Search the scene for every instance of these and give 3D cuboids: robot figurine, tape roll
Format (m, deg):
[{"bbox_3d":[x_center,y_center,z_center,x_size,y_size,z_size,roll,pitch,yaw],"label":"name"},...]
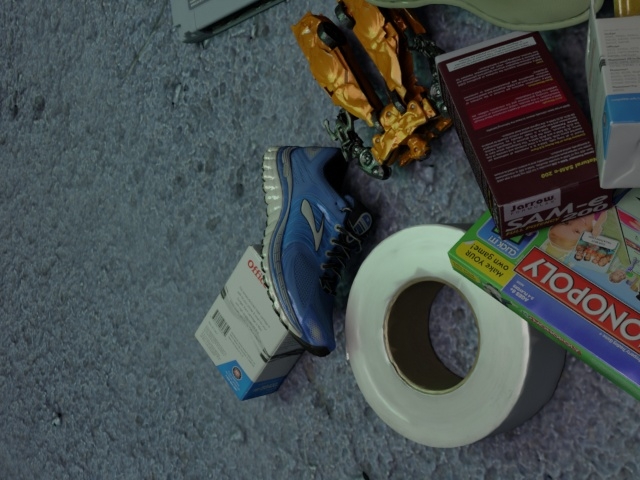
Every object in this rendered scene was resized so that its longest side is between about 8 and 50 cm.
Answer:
[{"bbox_3d":[0.081,-0.230,1.200,0.211,0.085,0.291,-41,69,35],"label":"robot figurine"},{"bbox_3d":[0.167,0.118,1.127,0.286,0.100,0.286,2,93,42],"label":"tape roll"}]

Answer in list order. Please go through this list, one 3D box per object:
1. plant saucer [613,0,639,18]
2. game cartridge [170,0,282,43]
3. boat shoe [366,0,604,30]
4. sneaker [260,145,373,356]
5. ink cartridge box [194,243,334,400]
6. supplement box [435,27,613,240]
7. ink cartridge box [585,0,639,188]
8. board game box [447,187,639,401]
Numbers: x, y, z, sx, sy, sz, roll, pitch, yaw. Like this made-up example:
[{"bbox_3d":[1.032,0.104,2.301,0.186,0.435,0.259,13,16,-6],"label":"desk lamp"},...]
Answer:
[{"bbox_3d":[0.387,-0.345,0.841,0.333,0.080,0.333,171,95,-68],"label":"plant saucer"},{"bbox_3d":[-0.141,-0.463,1.426,0.297,0.062,0.198,-12,79,42],"label":"game cartridge"},{"bbox_3d":[0.194,-0.338,1.058,0.340,0.113,0.127,13,141,38],"label":"boat shoe"},{"bbox_3d":[0.000,0.000,1.225,0.147,0.130,0.330,-10,65,12],"label":"sneaker"},{"bbox_3d":[-0.091,0.126,1.371,0.148,0.085,0.203,51,121,28],"label":"ink cartridge box"},{"bbox_3d":[0.228,-0.128,1.000,0.130,0.073,0.239,-17,54,4],"label":"supplement box"},{"bbox_3d":[0.311,-0.155,0.889,0.060,0.104,0.180,-2,56,11],"label":"ink cartridge box"},{"bbox_3d":[0.325,0.030,0.940,0.213,0.046,0.317,-45,54,-11],"label":"board game box"}]
